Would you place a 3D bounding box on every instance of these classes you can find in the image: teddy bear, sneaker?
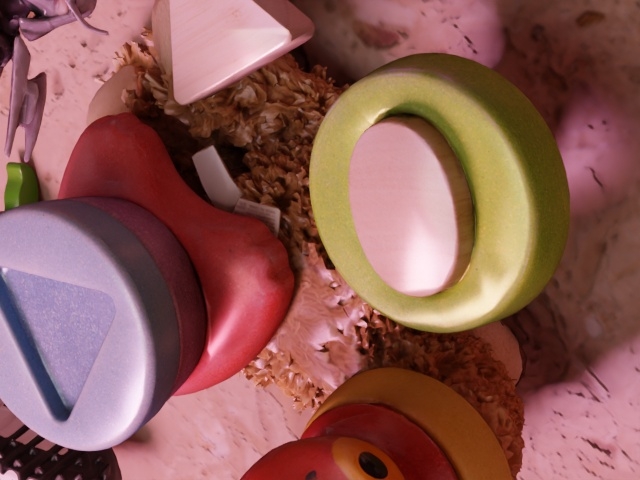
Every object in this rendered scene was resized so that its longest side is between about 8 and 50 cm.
[{"bbox_3d":[0.000,0.000,0.965,0.338,0.113,0.245,39,127,21],"label":"teddy bear"},{"bbox_3d":[-0.221,0.161,1.245,0.234,0.078,0.106,13,128,35],"label":"sneaker"}]

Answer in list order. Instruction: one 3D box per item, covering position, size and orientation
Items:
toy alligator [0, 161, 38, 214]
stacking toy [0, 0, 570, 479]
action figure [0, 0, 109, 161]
[{"bbox_3d":[-0.184,0.042,1.152,0.056,0.051,0.189,9,122,34],"label":"toy alligator"},{"bbox_3d":[-0.042,0.026,0.850,0.309,0.130,0.279,32,123,25],"label":"stacking toy"},{"bbox_3d":[-0.238,-0.117,0.855,0.285,0.099,0.185,0,86,-5],"label":"action figure"}]
